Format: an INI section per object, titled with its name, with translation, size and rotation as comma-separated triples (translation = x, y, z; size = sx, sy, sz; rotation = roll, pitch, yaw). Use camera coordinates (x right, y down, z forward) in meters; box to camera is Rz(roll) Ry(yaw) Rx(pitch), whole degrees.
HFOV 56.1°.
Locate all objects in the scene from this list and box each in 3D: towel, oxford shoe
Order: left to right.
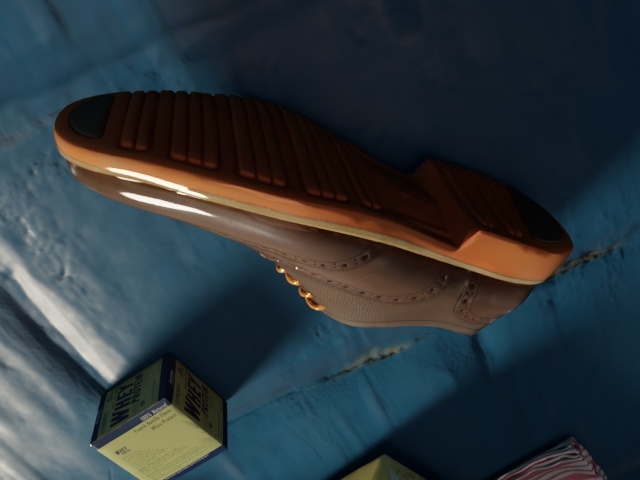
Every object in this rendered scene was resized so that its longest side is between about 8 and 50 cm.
[oxford shoe]
translation = 0.000, 0.000, 0.422
size = 0.364, 0.130, 0.132
rotation = 16, 123, -18
[towel]
translation = 0.280, 0.321, 0.716
size = 0.144, 0.029, 0.197
rotation = -36, 120, 13

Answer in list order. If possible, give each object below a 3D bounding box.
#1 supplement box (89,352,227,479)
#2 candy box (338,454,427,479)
[supplement box]
translation = -0.140, 0.161, 0.532
size = 0.083, 0.056, 0.083
rotation = -33, 121, 11
[candy box]
translation = 0.110, 0.375, 0.676
size = 0.183, 0.087, 0.316
rotation = -38, 119, 23
